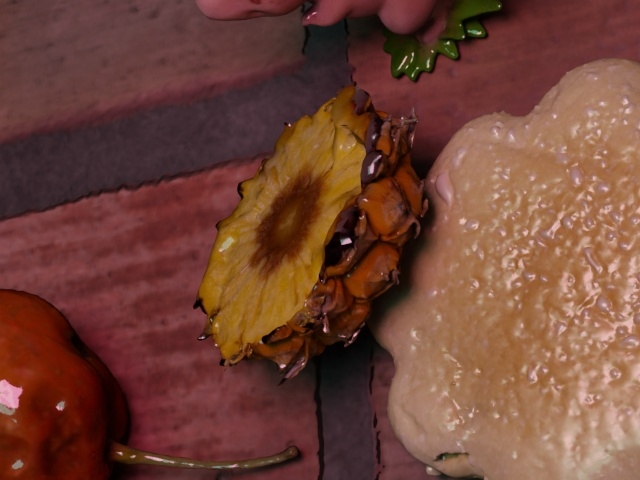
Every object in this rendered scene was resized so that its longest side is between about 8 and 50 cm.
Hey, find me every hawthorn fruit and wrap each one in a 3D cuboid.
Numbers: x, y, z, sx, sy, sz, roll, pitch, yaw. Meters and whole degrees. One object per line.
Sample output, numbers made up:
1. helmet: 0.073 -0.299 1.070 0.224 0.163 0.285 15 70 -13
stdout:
1. hawthorn fruit: -0.158 0.139 1.319 0.285 0.165 0.165 18 87 9

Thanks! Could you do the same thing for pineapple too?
1. pineapple: 0.000 0.000 1.242 0.225 0.076 0.225 -46 29 35

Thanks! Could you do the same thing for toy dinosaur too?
1. toy dinosaur: 0.024 -0.203 1.249 0.194 0.177 0.152 -25 67 21

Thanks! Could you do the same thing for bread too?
1. bread: 0.166 0.034 1.181 0.316 0.054 0.316 -9 71 29
